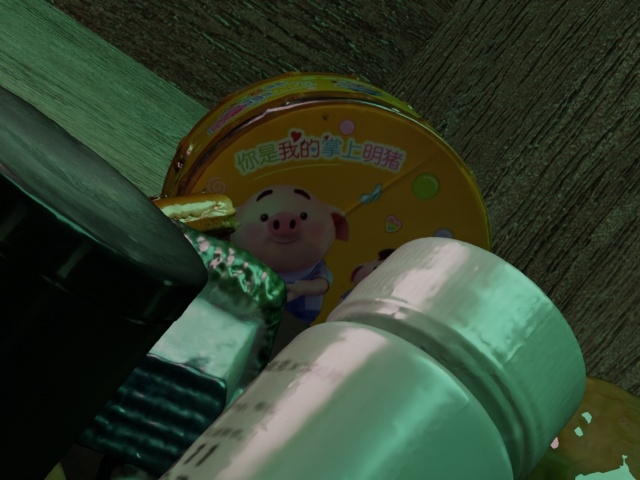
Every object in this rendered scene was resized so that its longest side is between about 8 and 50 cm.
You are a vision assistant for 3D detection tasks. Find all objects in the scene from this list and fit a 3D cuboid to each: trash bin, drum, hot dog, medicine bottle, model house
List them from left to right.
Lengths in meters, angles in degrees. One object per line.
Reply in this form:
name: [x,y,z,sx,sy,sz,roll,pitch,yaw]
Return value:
trash bin: [-0.234,0.074,0.903,0.252,0.301,0.203,40,8,10]
model house: [-0.151,0.150,1.274,0.184,0.253,0.291,20,27,0]
hot dog: [-0.207,0.005,1.842,0.269,0.109,0.072,-12,39,-30]
drum: [0.000,0.000,2.060,0.431,0.431,0.214,38,7,-17]
medicine bottle: [0.019,0.178,1.162,0.211,0.371,0.211,27,-38,24]

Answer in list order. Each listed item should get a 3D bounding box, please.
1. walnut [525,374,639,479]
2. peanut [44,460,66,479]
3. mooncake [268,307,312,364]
walnut: [0.182,0.300,1.386,0.308,0.354,0.398,37,31,-4]
peanut: [-0.227,0.179,1.202,0.076,0.076,0.152,35,7,-35]
mooncake: [-0.105,0.139,1.765,0.283,0.141,0.283,31,9,-6]
